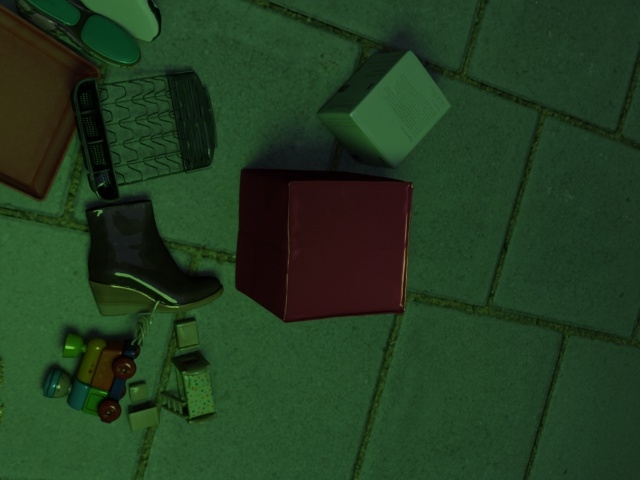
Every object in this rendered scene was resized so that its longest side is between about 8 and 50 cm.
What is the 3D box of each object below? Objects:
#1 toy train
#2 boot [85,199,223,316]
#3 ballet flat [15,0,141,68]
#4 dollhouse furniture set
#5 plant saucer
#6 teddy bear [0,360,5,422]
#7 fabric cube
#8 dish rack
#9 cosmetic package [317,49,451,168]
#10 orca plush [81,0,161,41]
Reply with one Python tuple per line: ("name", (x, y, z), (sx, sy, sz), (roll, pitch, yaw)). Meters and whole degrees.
("toy train", (-0.400, 0.198, 1.335), (0.143, 0.105, 0.248), (19, 101, -13))
("boot", (-0.304, 0.028, 1.362), (0.248, 0.090, 0.207), (-6, 104, -21))
("ballet flat", (-0.411, -0.355, 1.248), (0.221, 0.079, 0.077), (29, 63, -18))
("dollhouse furniture set", (-0.295, 0.263, 1.403), (0.160, 0.101, 0.182), (-12, 104, -23))
("plant saucer", (-0.518, -0.229, 1.188), (0.258, 0.047, 0.259), (31, 72, -43))
("teddy bear", (-0.701, 0.270, 1.225), (0.337, 0.113, 0.245), (-18, 114, -29))
("fabric cube", (0.000, 0.000, 1.408), (0.254, 0.258, 0.259), (-1, 100, -26))
("dish rack", (-0.302, -0.197, 1.312), (0.271, 0.074, 0.209), (-18, 108, -34))
("cosmetic package", (0.127, -0.263, 1.478), (0.184, 0.151, 0.151), (-48, 115, -12))
("orca plush", (-0.393, -0.459, 1.255), (0.287, 0.102, 0.151), (22, 134, -17))
